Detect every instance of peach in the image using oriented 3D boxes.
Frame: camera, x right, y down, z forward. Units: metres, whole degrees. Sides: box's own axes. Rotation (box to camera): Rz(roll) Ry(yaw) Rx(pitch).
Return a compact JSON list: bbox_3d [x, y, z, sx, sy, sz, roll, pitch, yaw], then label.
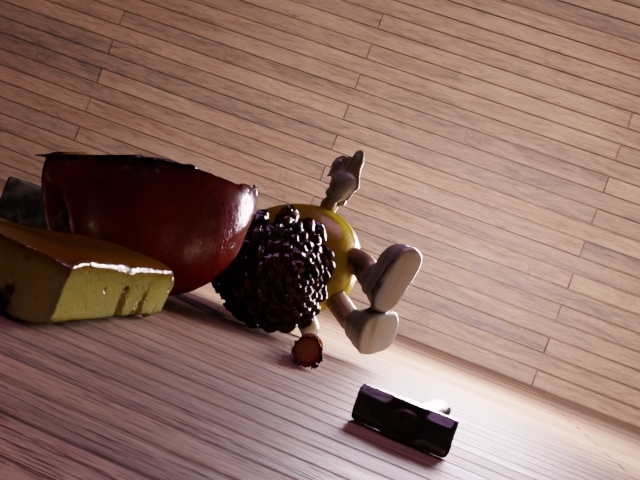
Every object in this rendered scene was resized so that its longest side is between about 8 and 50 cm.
[{"bbox_3d":[-0.251,-0.018,1.291,0.361,0.201,0.257,7,0,-43],"label":"peach"}]

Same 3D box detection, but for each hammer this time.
[{"bbox_3d":[0.128,0.217,1.056,0.111,0.044,0.365,19,-4,16],"label":"hammer"}]

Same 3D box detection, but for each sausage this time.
[{"bbox_3d":[-0.015,0.162,1.256,0.050,0.048,0.145,26,-3,3],"label":"sausage"}]

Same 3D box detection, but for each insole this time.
[{"bbox_3d":[-0.243,0.101,1.493,0.188,0.004,0.064,20,-3,30],"label":"insole"}]

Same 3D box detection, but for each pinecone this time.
[{"bbox_3d":[-0.092,0.056,1.459,0.221,0.222,0.221,21,-1,1],"label":"pinecone"}]

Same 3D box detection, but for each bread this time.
[{"bbox_3d":[-0.274,0.036,0.932,0.138,0.077,0.361,20,-1,7],"label":"bread"}]

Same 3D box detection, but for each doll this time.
[{"bbox_3d":[0.010,0.032,1.607,0.161,0.348,0.423,20,36,-50],"label":"doll"}]

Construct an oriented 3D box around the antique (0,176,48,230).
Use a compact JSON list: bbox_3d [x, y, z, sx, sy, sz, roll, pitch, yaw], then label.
[{"bbox_3d":[-0.565,-0.059,1.739,0.182,0.086,0.088,20,-1,22],"label":"antique"}]
